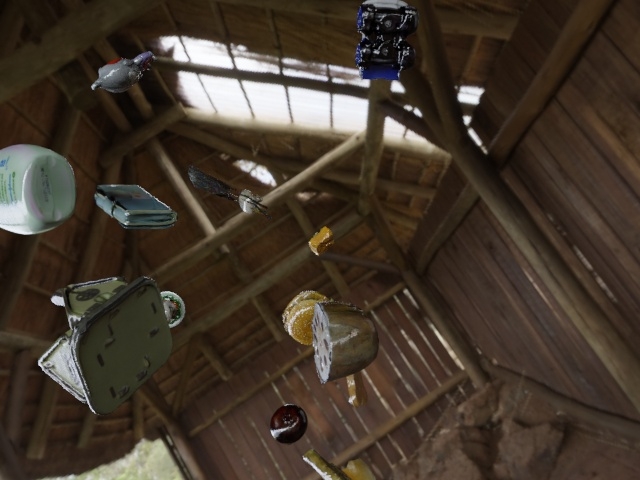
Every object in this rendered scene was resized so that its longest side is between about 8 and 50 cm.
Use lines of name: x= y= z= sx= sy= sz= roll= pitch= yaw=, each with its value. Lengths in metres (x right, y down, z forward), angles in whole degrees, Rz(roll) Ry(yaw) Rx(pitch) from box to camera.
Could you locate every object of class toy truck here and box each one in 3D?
toy truck: x=0.165 y=-0.546 z=1.613 sx=0.161 sy=0.213 sz=0.177 roll=0 pitch=16 yaw=-9

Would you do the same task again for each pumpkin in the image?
pumpkin: x=0.000 y=0.000 z=1.800 sx=0.074 sy=0.054 sz=0.083 roll=-40 pitch=-20 yaw=-10

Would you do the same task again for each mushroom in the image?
mushroom: x=-0.238 y=-0.137 z=2.032 sx=0.079 sy=0.085 sz=0.085 roll=-22 pitch=-16 yaw=-20

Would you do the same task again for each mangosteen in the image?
mangosteen: x=-0.102 y=0.606 z=1.931 sx=0.140 sy=0.140 sz=0.140 roll=-31 pitch=-13 yaw=-8

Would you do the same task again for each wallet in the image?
wallet: x=-0.584 y=-0.111 z=1.852 sx=0.176 sy=0.250 sz=0.074 roll=-4 pitch=-65 yaw=-42

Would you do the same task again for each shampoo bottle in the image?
shampoo bottle: x=-0.786 y=-0.124 z=1.487 sx=0.350 sy=0.221 sz=0.151 roll=0 pitch=11 yaw=28

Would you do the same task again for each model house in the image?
model house: x=-0.466 y=0.178 z=1.133 sx=0.279 sy=0.204 sz=0.218 roll=6 pitch=29 yaw=25

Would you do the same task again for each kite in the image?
kite: x=-0.261 y=-0.138 z=1.741 sx=0.286 sy=0.152 sz=0.015 roll=27 pitch=-70 yaw=-30

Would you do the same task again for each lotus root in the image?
lotus root: x=0.075 y=0.310 z=1.859 sx=0.192 sy=0.271 sz=0.272 roll=-11 pitch=-18 yaw=-11

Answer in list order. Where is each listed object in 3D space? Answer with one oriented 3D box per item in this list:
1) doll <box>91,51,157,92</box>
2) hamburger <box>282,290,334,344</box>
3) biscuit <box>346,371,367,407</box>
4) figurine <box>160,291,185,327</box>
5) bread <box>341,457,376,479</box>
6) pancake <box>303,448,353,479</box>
doll: x=-0.503 y=-0.427 z=1.510 sx=0.102 sy=0.075 sz=0.227 roll=-42 pitch=7 yaw=38
hamburger: x=-0.040 y=0.271 z=2.057 sx=0.118 sy=0.191 sz=0.181 roll=-126 pitch=51 yaw=-74
biscuit: x=0.112 y=0.461 z=2.247 sx=0.047 sy=0.339 sz=0.216 roll=-16 pitch=-15 yaw=12
figurine: x=-0.542 y=0.244 z=1.996 sx=0.132 sy=0.132 sz=0.154 roll=-34 pitch=0 yaw=6
bread: x=0.100 y=0.951 z=2.078 sx=0.171 sy=0.192 sz=0.313 roll=9 pitch=-65 yaw=-46
pancake: x=0.092 y=0.714 z=1.666 sx=0.054 sy=0.377 sz=0.197 roll=-52 pitch=-36 yaw=-8
